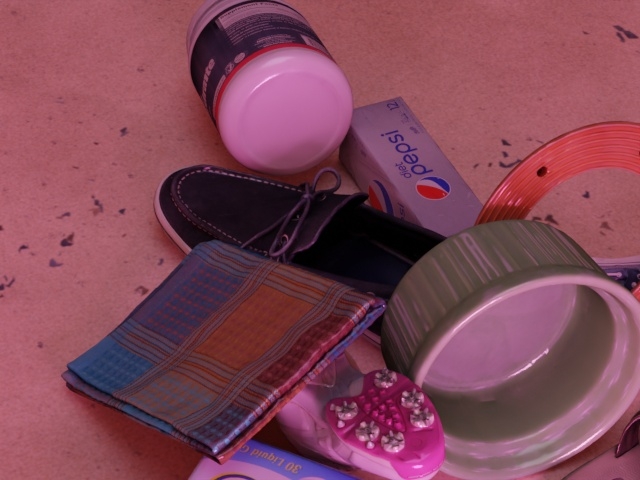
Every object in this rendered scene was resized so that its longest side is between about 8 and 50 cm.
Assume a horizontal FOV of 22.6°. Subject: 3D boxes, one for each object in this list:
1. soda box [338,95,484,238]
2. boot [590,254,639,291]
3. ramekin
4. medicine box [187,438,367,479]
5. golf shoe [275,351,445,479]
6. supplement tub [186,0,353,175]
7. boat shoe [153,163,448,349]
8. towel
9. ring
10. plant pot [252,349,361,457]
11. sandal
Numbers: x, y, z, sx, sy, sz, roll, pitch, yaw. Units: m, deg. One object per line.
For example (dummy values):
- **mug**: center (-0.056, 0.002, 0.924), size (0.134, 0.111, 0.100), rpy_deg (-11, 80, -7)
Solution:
- **soda box**: center (0.127, -0.071, 2.196), size (0.098, 0.091, 0.286), rpy_deg (-16, 48, -20)
- **boot**: center (0.390, 0.070, 2.092), size (0.190, 0.069, 0.086), rpy_deg (0, 51, 8)
- **ramekin**: center (0.217, 0.121, 1.864), size (0.303, 0.303, 0.148), rpy_deg (-11, 39, -15)
- **medicine box**: center (-0.051, 0.381, 1.679), size (0.263, 0.149, 0.289), rpy_deg (19, 45, 15)
- **golf shoe**: center (0.041, 0.209, 1.779), size (0.115, 0.140, 0.306), rpy_deg (-27, 31, -24)
- **supplement tub**: center (-0.079, -0.230, 2.258), size (0.191, 0.191, 0.272), rpy_deg (-10, 34, -14)
- **boat shoe**: center (0.000, 0.000, 2.072), size (0.500, 0.156, 0.187), rpy_deg (26, 50, 24)
- **towel**: center (-0.123, 0.116, 1.863), size (0.271, 0.040, 0.370), rpy_deg (-43, 30, -20)
- **ring**: center (0.321, 0.004, 1.963), size (0.336, 0.337, 0.032), rpy_deg (-13, 32, -16)
- **plant pot**: center (-0.062, 0.194, 1.955), size (0.236, 0.032, 0.236), rpy_deg (1, 44, -1)
- **sandal**: center (0.398, 0.251, 1.882), size (0.303, 0.086, 0.120), rpy_deg (-32, 54, -30)
